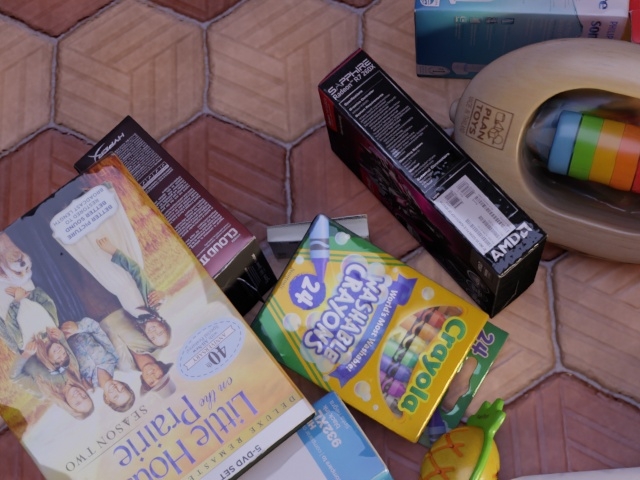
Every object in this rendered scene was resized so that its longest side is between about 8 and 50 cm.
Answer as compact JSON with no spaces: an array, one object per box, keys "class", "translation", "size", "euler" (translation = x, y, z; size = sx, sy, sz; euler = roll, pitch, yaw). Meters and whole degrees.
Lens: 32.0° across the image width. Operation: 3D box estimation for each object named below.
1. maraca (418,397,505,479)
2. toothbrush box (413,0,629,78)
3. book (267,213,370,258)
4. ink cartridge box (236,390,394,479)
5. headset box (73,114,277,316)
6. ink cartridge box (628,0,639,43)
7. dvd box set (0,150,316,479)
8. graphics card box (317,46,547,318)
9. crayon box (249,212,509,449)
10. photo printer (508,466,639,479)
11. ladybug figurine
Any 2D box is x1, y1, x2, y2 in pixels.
[{"class":"maraca","translation":[0.195,0.295,1.500],"size":[0.099,0.127,0.186],"euler":[34,70,-11]},{"class":"toothbrush box","translation":[0.288,-0.333,1.636],"size":[0.295,0.216,0.126],"euler":[4,73,8]},{"class":"book","translation":[0.000,0.000,1.626],"size":[0.144,0.096,0.035],"euler":[-5,72,4]},{"class":"ink cartridge box","translation":[-0.063,0.350,1.454],"size":[0.307,0.223,0.129],"euler":[-34,72,-5]},{"class":"headset box","translation":[-0.189,-0.011,1.586],"size":[0.110,0.218,0.293],"euler":[-44,72,-8]},{"class":"ink cartridge box","translation":[0.505,-0.370,1.581],"size":[0.134,0.078,0.231],"euler":[-3,70,20]},{"class":"dvd box set","translation":[-0.251,0.141,1.367],"size":[0.307,0.062,0.420],"euler":[-37,78,-7]},{"class":"graphics card box","translation":[0.151,-0.074,1.561],"size":[0.094,0.233,0.371],"euler":[-41,74,-8]},{"class":"crayon box","translation":[0.082,0.131,1.527],"size":[0.323,0.083,0.203],"euler":[31,86,-2]},{"class":"photo printer","translation":[0.369,0.417,1.426],"size":[0.307,0.107,0.256],"euler":[-5,57,5]},{"class":"ladybug figurine","translation":[0.402,-0.135,1.556],"size":[0.449,0.162,0.305],"euler":[20,116,12]}]
